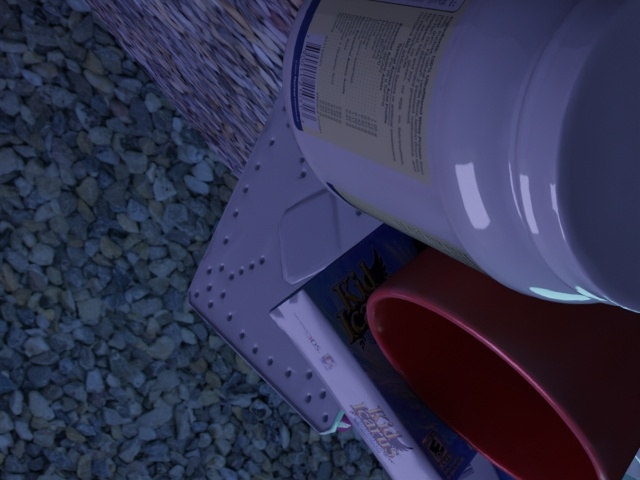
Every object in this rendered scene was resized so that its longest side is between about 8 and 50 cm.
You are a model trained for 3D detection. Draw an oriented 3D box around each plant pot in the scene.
[{"bbox_3d":[0.216,0.060,0.958,0.275,0.243,0.275,39,162,16],"label":"plant pot"}]

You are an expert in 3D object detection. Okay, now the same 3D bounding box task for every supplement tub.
[{"bbox_3d":[0.138,-0.094,0.717,0.235,0.235,0.325,50,170,-29],"label":"supplement tub"}]

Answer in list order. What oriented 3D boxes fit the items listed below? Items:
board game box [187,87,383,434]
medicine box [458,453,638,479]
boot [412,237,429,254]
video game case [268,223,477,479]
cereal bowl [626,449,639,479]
[{"bbox_3d":[0.000,0.000,1.434,0.050,0.390,0.390,18,-167,-41],"label":"board game box"},{"bbox_3d":[0.239,0.238,1.381,0.289,0.149,0.263,-3,-119,-44],"label":"medicine box"},{"bbox_3d":[0.224,0.040,1.139,0.246,0.161,0.083,58,165,12],"label":"boot"},{"bbox_3d":[0.101,0.108,1.142,0.061,0.269,0.244,-38,89,37],"label":"video game case"},{"bbox_3d":[0.362,0.172,1.235,0.339,0.141,0.339,45,172,9],"label":"cereal bowl"}]
